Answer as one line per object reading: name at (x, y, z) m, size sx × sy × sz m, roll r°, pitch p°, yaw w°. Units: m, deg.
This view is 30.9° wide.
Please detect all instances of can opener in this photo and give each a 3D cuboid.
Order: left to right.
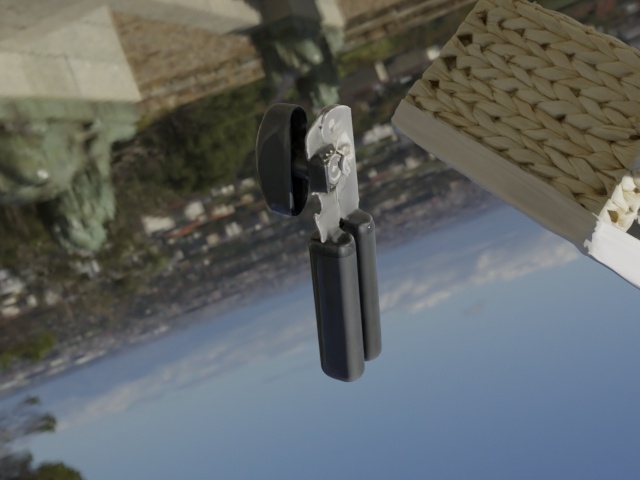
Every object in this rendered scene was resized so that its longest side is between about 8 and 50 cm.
can opener at (0.000, 0.000, 1.096) m, size 0.095 × 0.283 × 0.076 m, roll 13°, pitch -145°, yaw 27°

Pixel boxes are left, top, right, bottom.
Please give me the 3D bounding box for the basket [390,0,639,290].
basket at (0.142, -0.056, 0.643) m, size 0.113 × 0.167 × 0.103 m, roll 26°, pitch 101°, yaw -44°
